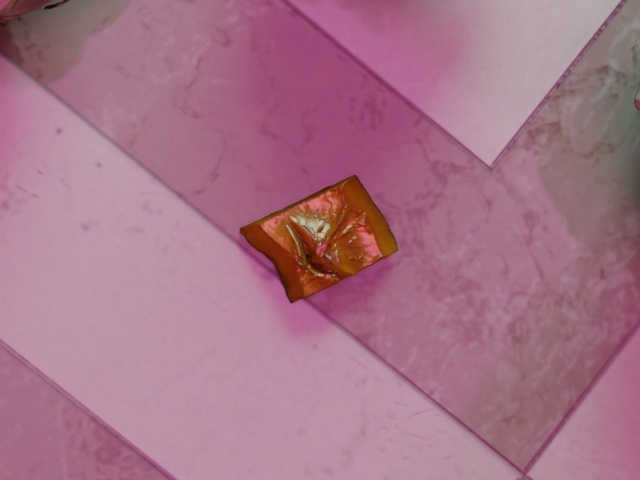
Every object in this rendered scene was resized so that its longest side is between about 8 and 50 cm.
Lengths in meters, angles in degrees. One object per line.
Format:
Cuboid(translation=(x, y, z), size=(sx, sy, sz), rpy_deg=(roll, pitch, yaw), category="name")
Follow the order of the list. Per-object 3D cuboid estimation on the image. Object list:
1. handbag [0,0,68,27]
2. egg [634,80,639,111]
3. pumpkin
Cuboid(translation=(-0.220, -0.246, 0.822), size=(0.179, 0.116, 0.205), rpy_deg=(-11, 95, 33), category="handbag")
Cuboid(translation=(0.354, -0.095, 0.852), size=(0.279, 0.279, 0.310), rpy_deg=(1, 97, -6), category="egg")
Cuboid(translation=(0.001, -0.002, 0.917), size=(0.101, 0.035, 0.073), rpy_deg=(-29, 89, -4), category="pumpkin")
